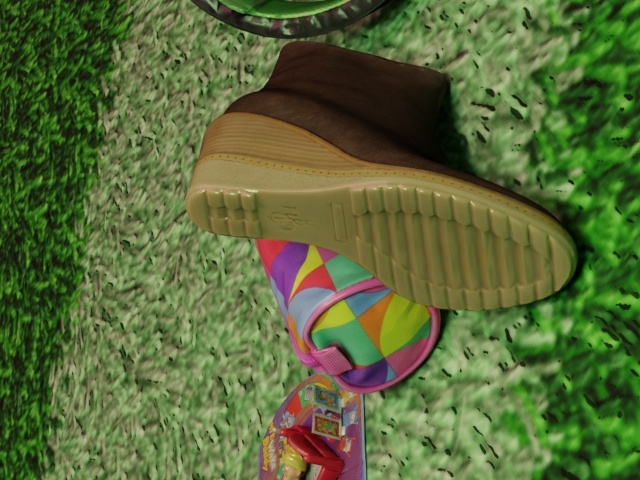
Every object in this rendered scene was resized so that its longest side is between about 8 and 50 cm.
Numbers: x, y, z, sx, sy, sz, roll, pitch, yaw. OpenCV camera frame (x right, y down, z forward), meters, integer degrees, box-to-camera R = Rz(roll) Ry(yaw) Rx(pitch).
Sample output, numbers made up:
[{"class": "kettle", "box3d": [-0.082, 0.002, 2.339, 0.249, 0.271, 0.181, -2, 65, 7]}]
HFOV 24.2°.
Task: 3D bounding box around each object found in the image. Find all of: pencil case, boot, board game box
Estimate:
[{"class": "pencil case", "box3d": [0.000, 0.000, 1.018, 0.104, 0.104, 0.236, -59, 32, 21]}, {"class": "boot", "box3d": [0.054, -0.058, 0.939, 0.207, 0.248, 0.090, -59, -24, -50]}, {"class": "board game box", "box3d": [-0.020, 0.168, 1.025, 0.133, 0.033, 0.169, -36, 45, 45]}]

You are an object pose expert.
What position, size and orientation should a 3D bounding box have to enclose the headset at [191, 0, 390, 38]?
[{"class": "headset", "box3d": [-0.008, -0.325, 1.029, 0.185, 0.243, 0.394, -41, -24, -62]}]
